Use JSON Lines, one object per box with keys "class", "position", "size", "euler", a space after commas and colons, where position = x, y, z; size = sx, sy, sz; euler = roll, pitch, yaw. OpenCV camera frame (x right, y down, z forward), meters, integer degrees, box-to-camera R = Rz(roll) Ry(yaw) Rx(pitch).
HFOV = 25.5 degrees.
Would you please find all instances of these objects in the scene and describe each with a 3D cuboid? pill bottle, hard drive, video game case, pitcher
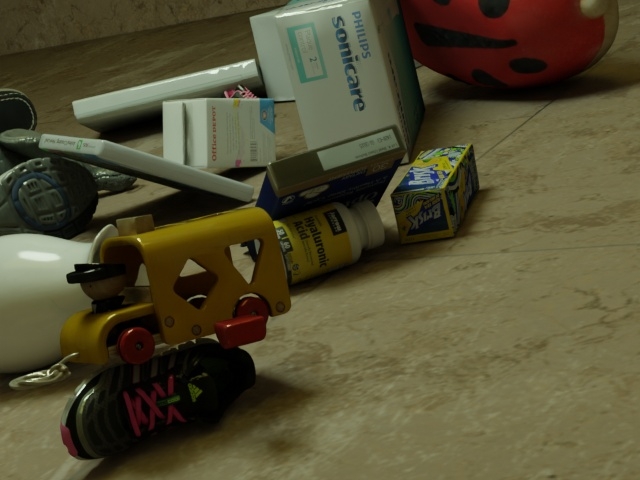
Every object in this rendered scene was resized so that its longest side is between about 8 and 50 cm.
{"class": "pill bottle", "position": [0.000, 0.000, 1.366], "size": [0.116, 0.065, 0.065], "euler": [-19, 16, -17]}
{"class": "hard drive", "position": [-0.248, -0.243, 2.394], "size": [0.307, 0.040, 0.203], "euler": [-14, -2, 3]}
{"class": "video game case", "position": [-0.218, -0.090, 1.750], "size": [0.212, 0.023, 0.193], "euler": [17, -3, -33]}
{"class": "pitcher", "position": [-0.234, 0.059, 1.290], "size": [0.207, 0.126, 0.177], "euler": [-12, -25, 27]}

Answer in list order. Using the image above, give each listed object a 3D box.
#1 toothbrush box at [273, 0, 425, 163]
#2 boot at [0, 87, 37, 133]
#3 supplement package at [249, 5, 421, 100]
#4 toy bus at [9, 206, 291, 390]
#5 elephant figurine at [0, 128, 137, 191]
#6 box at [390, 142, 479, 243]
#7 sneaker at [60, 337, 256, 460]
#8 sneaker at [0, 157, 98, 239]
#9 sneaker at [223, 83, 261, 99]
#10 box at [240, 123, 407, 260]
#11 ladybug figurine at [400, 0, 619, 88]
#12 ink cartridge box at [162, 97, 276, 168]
{"class": "toothbrush box", "position": [0.046, -0.225, 1.840], "size": [0.126, 0.216, 0.295], "euler": [-12, 17, 11]}
{"class": "boot", "position": [-0.559, -0.122, 2.145], "size": [0.377, 0.138, 0.284], "euler": [-27, 19, -28]}
{"class": "supplement package", "position": [0.029, -0.333, 2.358], "size": [0.194, 0.149, 0.203], "euler": [1, 20, 43]}
{"class": "toy bus", "position": [-0.127, 0.032, 1.078], "size": [0.190, 0.104, 0.202], "euler": [-10, 4, 12]}
{"class": "elephant figurine", "position": [-0.397, -0.090, 1.900], "size": [0.239, 0.169, 0.186], "euler": [7, 50, 14]}
{"class": "box", "position": [0.120, -0.050, 1.459], "size": [0.059, 0.054, 0.169], "euler": [-8, 16, 18]}
{"class": "sneaker", "position": [-0.115, 0.116, 1.060], "size": [0.170, 0.063, 0.074], "euler": [-21, 10, -42]}
{"class": "sneaker", "position": [-0.416, -0.027, 1.760], "size": [0.297, 0.111, 0.129], "euler": [-23, 12, -34]}
{"class": "sneaker", "position": [-0.120, -0.222, 2.271], "size": [0.047, 0.057, 0.119], "euler": [-21, 18, -35]}
{"class": "box", "position": [-0.002, -0.039, 1.427], "size": [0.136, 0.037, 0.225], "euler": [-19, -15, -17]}
{"class": "ladybug figurine", "position": [0.223, -0.330, 1.956], "size": [0.162, 0.305, 0.449], "euler": [-42, 26, -18]}
{"class": "ink cartridge box", "position": [-0.140, -0.141, 1.867], "size": [0.090, 0.092, 0.143], "euler": [2, 4, 44]}
